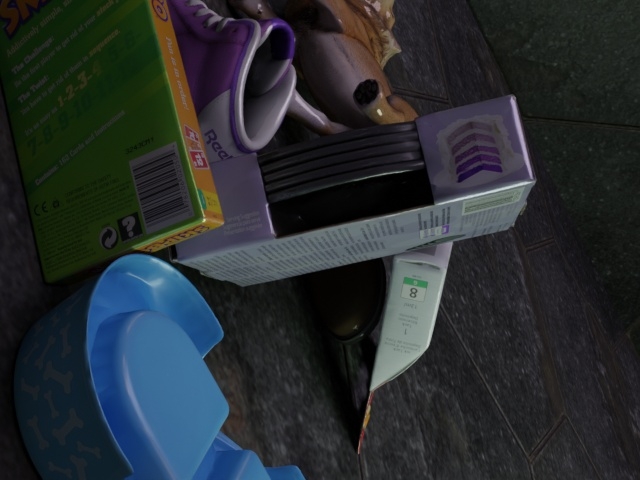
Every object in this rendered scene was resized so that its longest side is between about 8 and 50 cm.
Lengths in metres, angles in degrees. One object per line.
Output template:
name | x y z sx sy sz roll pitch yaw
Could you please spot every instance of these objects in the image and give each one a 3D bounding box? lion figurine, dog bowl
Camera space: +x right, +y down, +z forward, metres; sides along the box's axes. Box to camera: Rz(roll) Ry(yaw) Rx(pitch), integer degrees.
lion figurine | 0.035 -0.164 1.176 0.240 0.142 0.392 38 30 -47
dog bowl | -0.090 0.155 0.705 0.297 0.074 0.166 62 22 -15

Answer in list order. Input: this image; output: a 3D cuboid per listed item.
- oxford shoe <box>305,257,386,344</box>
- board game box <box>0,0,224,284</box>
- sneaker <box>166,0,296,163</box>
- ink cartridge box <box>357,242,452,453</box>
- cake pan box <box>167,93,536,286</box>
oxford shoe | 0.000 0.000 1.071 0.096 0.083 0.227 34 30 -45
board game box | -0.153 -0.112 0.732 0.039 0.124 0.259 11 61 -67
sneaker | -0.090 -0.157 0.881 0.102 0.161 0.282 41 33 -47
ink cartridge box | 0.088 0.074 1.074 0.181 0.056 0.224 -67 166 -60
cake pan box | 0.027 -0.026 0.826 0.267 0.246 0.070 39 37 -81
